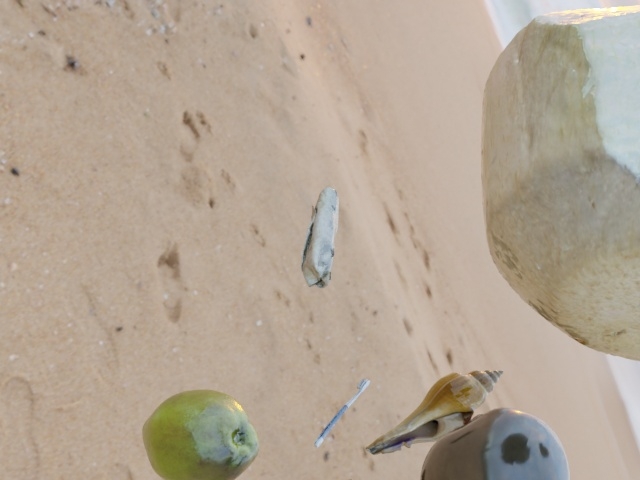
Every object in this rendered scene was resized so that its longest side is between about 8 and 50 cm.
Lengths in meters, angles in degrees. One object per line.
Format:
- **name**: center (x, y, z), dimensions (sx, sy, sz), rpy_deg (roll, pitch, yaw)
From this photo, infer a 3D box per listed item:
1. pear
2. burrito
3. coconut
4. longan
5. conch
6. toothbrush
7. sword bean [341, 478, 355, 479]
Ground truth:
- **pear**: center (-0.309, 0.510, 1.918), dimensions (0.269, 0.321, 0.269), rpy_deg (21, 64, -53)
- **burrito**: center (0.000, 0.000, 1.441), dimensions (0.226, 0.060, 0.087), rpy_deg (-81, 180, -47)
- **coconut**: center (0.354, -0.087, 0.825), dimensions (0.415, 0.344, 0.416), rpy_deg (24, 62, -56)
- **longan**: center (0.255, 0.350, 1.074), dimensions (0.197, 0.220, 0.196), rpy_deg (55, 3, -5)
- **conch**: center (0.241, 0.356, 1.564), dimensions (0.109, 0.330, 0.093), rpy_deg (60, 3, -22)
- **toothbrush**: center (0.063, 0.508, 2.219), dimensions (0.288, 0.026, 0.024), rpy_deg (-44, 128, -39)
- **sword bean**: center (0.080, 0.614, 1.483), dimensions (0.043, 0.038, 0.270), rpy_deg (-2, 74, -21)
